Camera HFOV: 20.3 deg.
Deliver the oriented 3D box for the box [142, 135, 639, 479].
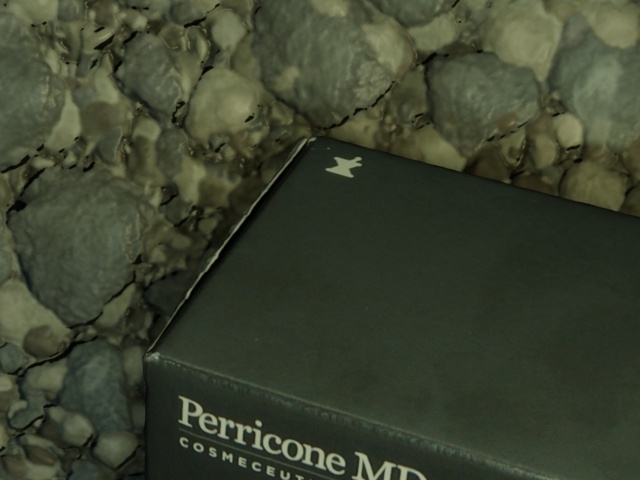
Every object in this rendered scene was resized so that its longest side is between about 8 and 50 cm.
[{"bbox_3d":[0.149,0.240,1.217,0.480,0.297,0.472,15,126,15],"label":"box"}]
